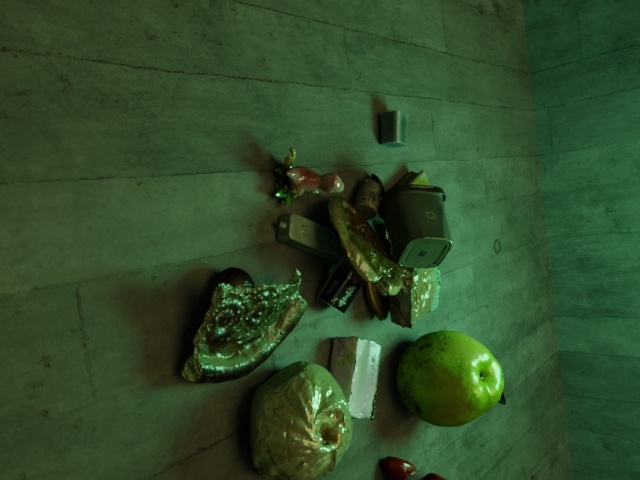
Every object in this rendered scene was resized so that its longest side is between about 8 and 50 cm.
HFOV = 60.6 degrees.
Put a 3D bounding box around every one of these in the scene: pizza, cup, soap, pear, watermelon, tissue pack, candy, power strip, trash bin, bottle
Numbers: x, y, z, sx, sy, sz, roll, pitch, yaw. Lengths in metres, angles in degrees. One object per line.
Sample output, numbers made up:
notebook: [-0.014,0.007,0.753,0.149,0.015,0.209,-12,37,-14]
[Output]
pizza: [0.219,0.185,2.034,0.176,0.036,0.184,-46,114,-50]
cup: [0.294,-0.430,2.126,0.128,0.095,0.129,5,86,-50]
soap: [0.352,-0.154,2.175,0.257,0.080,0.160,-45,120,-40]
pear: [0.495,0.519,2.068,0.391,0.391,0.390,5,83,-48]
watermelon: [0.320,0.160,2.027,0.302,0.151,0.264,-23,110,-55]
tissue pack: [0.076,0.144,1.803,0.103,0.090,0.170,36,86,-42]
candy: [0.109,0.457,1.828,0.156,0.116,0.265,23,71,-44]
power strip: [0.000,0.000,1.786,0.385,0.062,0.091,22,68,-46]
trash bin: [0.336,-0.049,1.910,0.220,0.219,0.250,2,52,-12]
bottle: [0.174,-0.155,1.965,0.099,0.099,0.152,47,44,-35]

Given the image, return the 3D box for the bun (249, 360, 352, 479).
bun: [-0.035,0.529,1.573,0.352,0.227,0.349,57,47,-35]

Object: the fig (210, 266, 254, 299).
fig: [-0.245,0.144,1.472,0.109,0.103,0.154,38,48,-13]

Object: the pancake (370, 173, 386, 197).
pancake: [0.217,-0.201,2.029,0.017,0.108,0.108,-28,113,-5]

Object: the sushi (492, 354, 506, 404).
sushi: [0.605,0.552,2.257,0.050,0.290,0.264,-30,111,-31]

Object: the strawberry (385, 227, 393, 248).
strawberry: [0.314,-0.003,2.115,0.192,0.085,0.140,2,115,-20]

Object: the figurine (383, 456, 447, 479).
figurine: [0.363,0.935,1.988,0.211,0.270,0.261,13,86,-52]

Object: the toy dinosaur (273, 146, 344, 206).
toy dinosaur: [-0.046,-0.171,1.664,0.194,0.177,0.152,34,62,-39]

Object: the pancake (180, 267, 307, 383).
pancake: [-0.178,0.235,1.492,0.427,0.067,0.304,-8,118,-49]

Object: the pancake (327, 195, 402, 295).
pancake: [0.147,0.024,1.789,0.382,0.071,0.382,46,20,-23]
